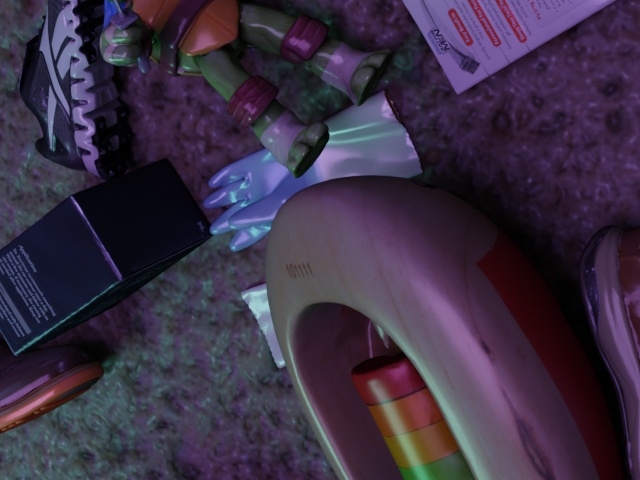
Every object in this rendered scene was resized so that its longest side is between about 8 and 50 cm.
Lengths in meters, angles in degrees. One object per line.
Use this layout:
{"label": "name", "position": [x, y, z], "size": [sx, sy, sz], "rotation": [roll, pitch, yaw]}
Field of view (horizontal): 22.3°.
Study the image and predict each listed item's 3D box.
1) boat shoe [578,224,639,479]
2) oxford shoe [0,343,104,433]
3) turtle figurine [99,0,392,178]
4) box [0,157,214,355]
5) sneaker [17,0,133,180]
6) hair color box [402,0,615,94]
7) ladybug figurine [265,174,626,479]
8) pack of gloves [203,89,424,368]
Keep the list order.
{"label": "boat shoe", "position": [0.307, 0.136, 1.295], "size": [0.120, 0.122, 0.324], "rotation": [-15, 99, 27]}
{"label": "oxford shoe", "position": [-0.379, 0.140, 1.662], "size": [0.363, 0.130, 0.133], "rotation": [-15, 92, 31]}
{"label": "turtle figurine", "position": [-0.078, -0.196, 1.344], "size": [0.266, 0.198, 0.275], "rotation": [37, 128, 6]}
{"label": "box", "position": [-0.212, 0.014, 1.510], "size": [0.158, 0.156, 0.093], "rotation": [-33, 88, 32]}
{"label": "sneaker", "position": [-0.240, -0.171, 1.511], "size": [0.106, 0.078, 0.234], "rotation": [6, 111, 24]}
{"label": "hair color box", "position": [0.160, -0.199, 1.302], "size": [0.167, 0.053, 0.093], "rotation": [-29, 92, 31]}
{"label": "ladybug figurine", "position": [0.120, 0.138, 1.340], "size": [0.305, 0.162, 0.449], "rotation": [-8, 110, 58]}
{"label": "pack of gloves", "position": [0.000, 0.000, 1.458], "size": [0.232, 0.046, 0.195], "rotation": [-23, 93, 32]}
